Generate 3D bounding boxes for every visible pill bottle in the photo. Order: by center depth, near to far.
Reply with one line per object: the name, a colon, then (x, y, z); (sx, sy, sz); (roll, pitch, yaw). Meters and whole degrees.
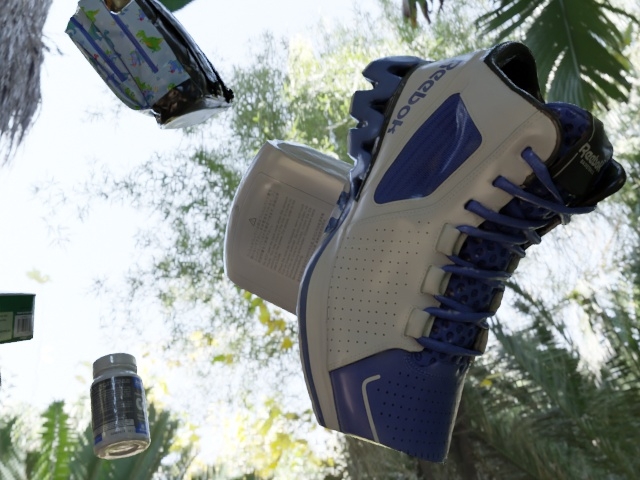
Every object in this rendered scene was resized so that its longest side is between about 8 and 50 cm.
pill bottle: (-0.295, 0.239, 0.923); (0.078, 0.137, 0.078); (-13, -32, -8)

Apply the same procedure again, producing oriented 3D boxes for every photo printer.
photo printer: (0.000, 0.000, 0.979); (0.307, 0.107, 0.256); (25, -71, 15)

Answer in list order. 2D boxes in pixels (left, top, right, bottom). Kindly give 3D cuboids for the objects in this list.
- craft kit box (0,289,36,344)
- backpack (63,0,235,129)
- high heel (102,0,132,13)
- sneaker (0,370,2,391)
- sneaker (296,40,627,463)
craft kit box: (-0.430, 0.063, 0.548); (0.246, 0.061, 0.250); (1, -4, 7)
backpack: (-0.391, -0.419, 1.419); (0.273, 0.290, 0.355); (-24, -82, 11)
high heel: (-0.293, -0.360, 0.815); (0.093, 0.261, 0.186); (14, -29, -43)
sneaker: (-0.508, 0.151, 0.899); (0.084, 0.083, 0.215); (-5, -73, -5)
sneaker: (0.098, -0.011, 0.430); (0.127, 0.315, 0.182); (22, -20, -38)
